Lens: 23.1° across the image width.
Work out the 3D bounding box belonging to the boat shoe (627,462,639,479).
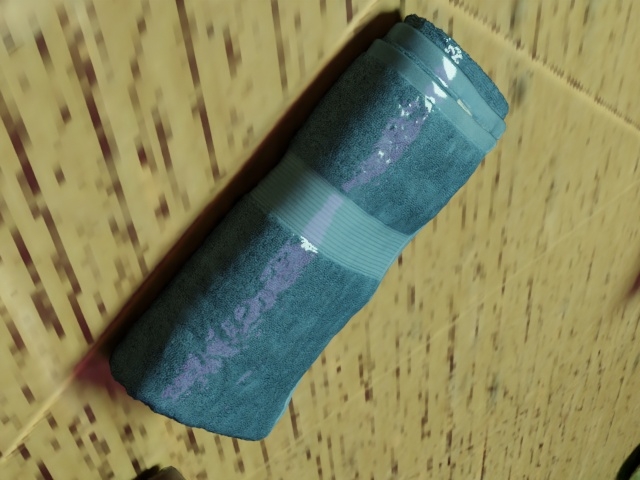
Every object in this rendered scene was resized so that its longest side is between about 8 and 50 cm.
[{"bbox_3d":[0.276,0.174,1.133,0.078,0.070,0.219,-50,158,4],"label":"boat shoe"}]

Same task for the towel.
[{"bbox_3d":[0.000,0.000,0.403,0.119,0.029,0.067,-49,157,4],"label":"towel"}]

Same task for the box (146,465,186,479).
[{"bbox_3d":[-0.124,0.234,0.351,0.381,0.191,0.143,-26,149,-41],"label":"box"}]
